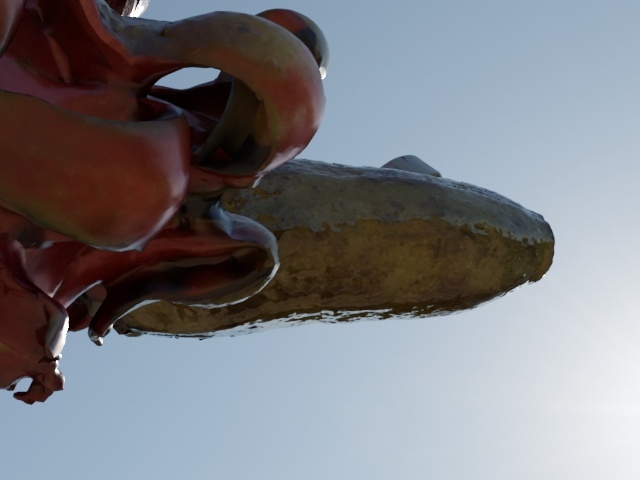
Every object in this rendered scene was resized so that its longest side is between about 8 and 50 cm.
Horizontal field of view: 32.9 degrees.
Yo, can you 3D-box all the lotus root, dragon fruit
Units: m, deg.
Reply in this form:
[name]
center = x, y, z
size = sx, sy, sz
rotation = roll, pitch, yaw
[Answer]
[lotus root]
center = 0.000, 0.000, 0.607
size = 0.259, 0.110, 0.097
rotation = -4, -67, -12
[dragon fruit]
center = -0.164, -0.025, 0.410
size = 0.307, 0.227, 0.243
rotation = -9, -2, 27

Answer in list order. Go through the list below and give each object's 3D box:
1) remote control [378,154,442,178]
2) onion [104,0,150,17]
[remote control]
center = 0.032, -0.021, 0.983
size = 0.166, 0.065, 0.029
rotation = -35, -61, -5
[onion]
center = -0.177, -0.199, 0.763
size = 0.131, 0.131, 0.131
rotation = -2, -41, -2
